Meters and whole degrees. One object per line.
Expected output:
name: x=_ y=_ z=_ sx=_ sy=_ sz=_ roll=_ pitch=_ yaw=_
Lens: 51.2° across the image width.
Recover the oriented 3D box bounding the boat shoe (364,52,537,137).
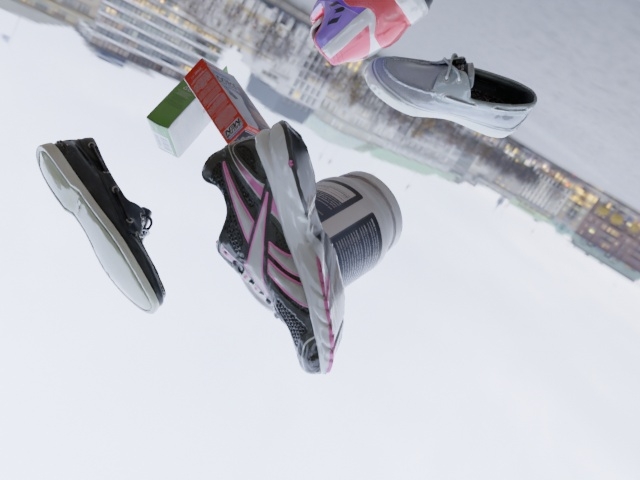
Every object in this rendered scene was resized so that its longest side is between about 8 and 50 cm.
boat shoe: x=0.170 y=-0.199 z=0.845 sx=0.227 sy=0.081 sz=0.079 roll=13 pitch=-122 yaw=-18

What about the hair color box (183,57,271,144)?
hair color box: x=-0.151 y=-0.223 z=1.127 sx=0.167 sy=0.053 sz=0.093 roll=57 pitch=-161 yaw=23

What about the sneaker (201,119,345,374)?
sneaker: x=-0.033 y=0.009 z=0.476 sx=0.077 sy=0.178 sz=0.072 roll=-12 pitch=-173 yaw=13

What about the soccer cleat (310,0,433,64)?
soccer cleat: x=0.032 y=-0.262 z=0.764 sx=0.108 sy=0.116 sz=0.318 roll=48 pitch=-172 yaw=-18

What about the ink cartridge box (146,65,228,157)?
ink cartridge box: x=-0.285 y=-0.296 z=1.479 sx=0.062 sy=0.209 sz=0.109 roll=29 pitch=156 yaw=16

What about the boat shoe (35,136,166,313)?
boat shoe: x=-0.348 y=-0.036 z=1.148 sx=0.113 sy=0.127 sz=0.340 roll=-33 pitch=-98 yaw=-38

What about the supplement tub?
supplement tub: x=0.000 y=0.000 z=1.182 sx=0.191 sy=0.191 sz=0.272 roll=37 pitch=-134 yaw=24
